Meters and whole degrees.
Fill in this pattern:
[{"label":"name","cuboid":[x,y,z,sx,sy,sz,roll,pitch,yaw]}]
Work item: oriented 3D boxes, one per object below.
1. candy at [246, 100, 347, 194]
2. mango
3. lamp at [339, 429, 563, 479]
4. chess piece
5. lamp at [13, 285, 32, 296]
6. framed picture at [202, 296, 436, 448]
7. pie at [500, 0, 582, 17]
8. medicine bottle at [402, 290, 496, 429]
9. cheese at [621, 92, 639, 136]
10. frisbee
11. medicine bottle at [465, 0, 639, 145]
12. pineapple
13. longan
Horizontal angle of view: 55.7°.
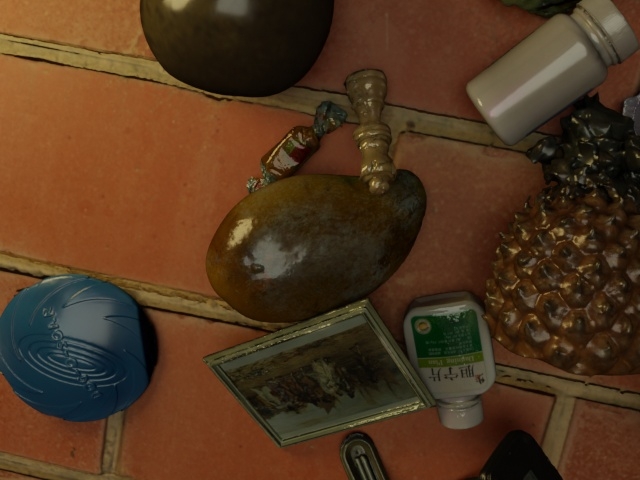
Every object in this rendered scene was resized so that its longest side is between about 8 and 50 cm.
[{"label":"candy","cuboid":[-0.036,-0.125,0.847,0.182,0.046,0.053,-43,97,16]},{"label":"mango","cuboid":[0.000,0.000,0.822,0.316,0.146,0.193,-22,99,-7]},{"label":"lamp","cuboid":[0.174,0.332,0.867,0.283,0.124,0.203,-33,89,39]},{"label":"chess piece","cuboid":[0.067,-0.138,0.788,0.060,0.060,0.172,-7,67,7]},{"label":"lamp","cuboid":[-0.437,0.130,0.939,0.054,0.041,0.121,-11,101,-1]},{"label":"framed picture","cuboid":[-0.002,0.201,0.848,0.274,0.017,0.217,-24,117,23]},{"label":"pie","cuboid":[0.312,-0.367,0.723,0.247,0.090,0.201,-16,123,21]},{"label":"medicine bottle","cuboid":[0.187,0.170,0.863,0.119,0.069,0.183,-9,100,11]},{"label":"cheese","cuboid":[0.515,-0.160,0.780,0.244,0.052,0.135,-2,100,6]},{"label":"frisbee","cuboid":[-0.370,0.170,0.913,0.242,0.045,0.242,-1,105,-4]},{"label":"medicine bottle","cuboid":[0.284,-0.211,0.754,0.186,0.103,0.103,-37,95,21]},{"label":"pineapple","cuboid":[0.338,-0.022,0.757,0.222,0.223,0.358,12,90,4]},{"label":"longan","cuboid":[-0.096,-0.297,0.744,0.245,0.215,0.246,1,72,-3]}]
